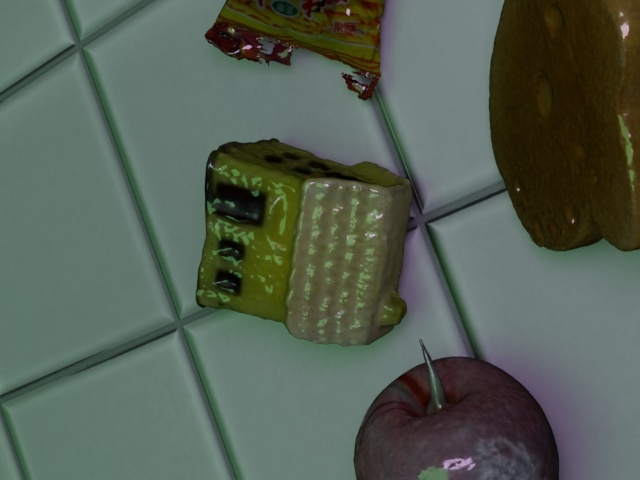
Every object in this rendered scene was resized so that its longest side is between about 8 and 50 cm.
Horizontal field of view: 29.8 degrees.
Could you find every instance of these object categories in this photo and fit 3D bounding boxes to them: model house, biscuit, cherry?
[{"bbox_3d":[0.000,0.000,1.365,0.234,0.175,0.193,13,104,22],"label":"model house"},{"bbox_3d":[0.245,-0.118,1.112,0.344,0.057,0.287,91,159,-48],"label":"biscuit"},{"bbox_3d":[0.143,0.234,1.250,0.213,0.236,0.285,-7,105,21],"label":"cherry"}]

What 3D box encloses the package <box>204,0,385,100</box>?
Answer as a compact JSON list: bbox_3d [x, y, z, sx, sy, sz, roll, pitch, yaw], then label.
[{"bbox_3d":[-0.002,-0.322,1.339,0.223,0.108,0.288,24,118,23],"label":"package"}]
